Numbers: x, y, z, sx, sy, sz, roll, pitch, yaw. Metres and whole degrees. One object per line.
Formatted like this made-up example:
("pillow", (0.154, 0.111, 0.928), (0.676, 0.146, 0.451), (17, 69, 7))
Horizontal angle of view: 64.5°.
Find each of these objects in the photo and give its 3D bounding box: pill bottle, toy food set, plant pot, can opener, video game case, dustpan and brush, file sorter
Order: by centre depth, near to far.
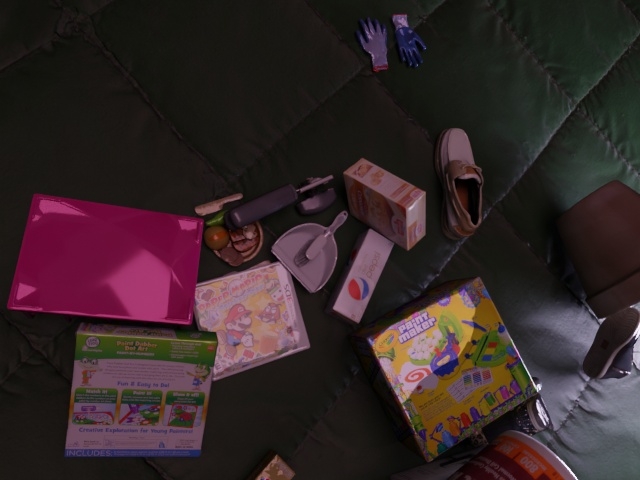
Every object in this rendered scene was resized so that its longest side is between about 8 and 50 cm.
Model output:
("pill bottle", (0.291, 0.561, 0.950), (0.392, 0.224, 0.224), (-29, 89, -21))
("file sorter", (-0.391, 0.060, 0.966), (0.290, 0.182, 0.202), (8, 70, -18))
("video game case", (-0.153, 0.168, 1.103), (0.226, 0.026, 0.207), (-15, 88, -21))
("toy food set", (-0.190, -0.009, 1.130), (0.132, 0.038, 0.192), (-23, 87, -22))
("can opener", (-0.077, -0.076, 1.148), (0.283, 0.076, 0.095), (-29, 98, -30))
("dustpan and brush", (0.000, 0.000, 1.178), (0.147, 0.060, 0.211), (48, 47, -9))
("plant pot", (0.790, 0.007, 1.343), (0.323, 0.323, 0.280), (-25, 70, -22))

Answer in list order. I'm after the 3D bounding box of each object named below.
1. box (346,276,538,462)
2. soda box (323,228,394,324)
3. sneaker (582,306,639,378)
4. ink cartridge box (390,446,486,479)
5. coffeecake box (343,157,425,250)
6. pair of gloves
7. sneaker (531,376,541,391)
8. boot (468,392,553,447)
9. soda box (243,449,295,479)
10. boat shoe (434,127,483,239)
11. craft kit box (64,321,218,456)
("box", (0.262, 0.271, 1.129), (0.289, 0.177, 0.279), (-25, 88, -13))
("soda box", (0.091, 0.085, 1.189), (0.073, 0.069, 0.216), (30, 71, -10))
("sneaker", (0.799, 0.274, 1.350), (0.118, 0.083, 0.222), (10, 117, -24))
("ink cartridge box", (0.316, 0.597, 1.131), (0.272, 0.114, 0.197), (-8, 81, -19))
("coffeecake box", (0.148, -0.083, 1.160), (0.068, 0.142, 0.185), (-40, 54, -22))
("pair of gloves", (0.194, -0.541, 1.384), (0.198, 0.023, 0.159), (-13, 85, -20))
("sneaker", (0.478, 0.355, 1.268), (0.166, 0.065, 0.076), (-8, 77, -22))
("boot", (0.455, 0.435, 1.223), (0.178, 0.236, 0.085), (-25, 65, 19))
("soda box", (-0.137, 0.515, 1.023), (0.181, 0.061, 0.058), (-43, 94, -21))
("boat shoe", (0.371, -0.158, 1.317), (0.113, 0.103, 0.303), (1, 78, -19))
("craft kit box", (-0.336, 0.286, 0.959), (0.249, 0.061, 0.247), (8, 103, -18))
